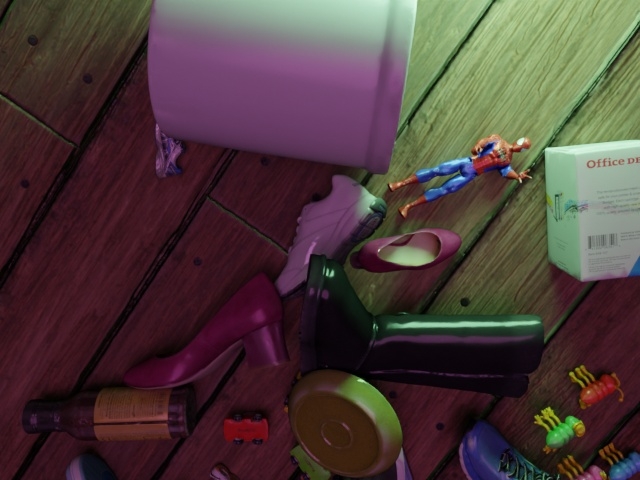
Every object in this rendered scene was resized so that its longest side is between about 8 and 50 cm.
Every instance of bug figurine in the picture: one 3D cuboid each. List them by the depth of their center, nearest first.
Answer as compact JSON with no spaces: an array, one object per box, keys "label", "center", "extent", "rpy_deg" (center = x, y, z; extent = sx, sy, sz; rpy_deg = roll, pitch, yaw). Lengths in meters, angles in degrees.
[{"label":"bug figurine","center":[0.561,0.411,1.243],"extent":[0.216,0.072,0.279],"rpy_deg":[-28,101,-16]}]

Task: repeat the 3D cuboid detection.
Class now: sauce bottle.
[{"label":"sauce bottle","center":[-0.436,0.358,1.259],"extent":[0.344,0.111,0.112],"rpy_deg":[-1,101,2]}]

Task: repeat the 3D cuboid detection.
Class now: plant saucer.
[{"label":"plant saucer","center":[0.036,0.360,1.158],"extent":[0.240,0.037,0.241],"rpy_deg":[10,114,24]}]

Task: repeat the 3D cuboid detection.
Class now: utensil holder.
[{"label":"utensil holder","center":[-0.054,-0.300,1.020],"extent":[0.385,0.327,0.328],"rpy_deg":[9,101,2]}]

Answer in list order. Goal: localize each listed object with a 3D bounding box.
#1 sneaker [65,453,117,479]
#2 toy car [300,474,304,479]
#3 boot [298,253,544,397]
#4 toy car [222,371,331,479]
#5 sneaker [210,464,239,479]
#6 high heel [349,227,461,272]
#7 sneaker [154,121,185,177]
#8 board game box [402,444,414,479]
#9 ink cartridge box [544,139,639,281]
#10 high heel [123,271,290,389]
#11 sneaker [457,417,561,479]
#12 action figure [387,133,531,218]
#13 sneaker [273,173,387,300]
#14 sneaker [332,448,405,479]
[{"label":"sneaker","center":[-0.518,0.629,1.305],"extent":[0.208,0.127,0.319],"rpy_deg":[-22,99,4]},{"label":"toy car","center":[0.003,0.541,1.312],"extent":[0.122,0.060,0.040],"rpy_deg":[49,130,-1]},{"label":"boot","center":[0.189,0.166,1.114],"extent":[0.444,0.367,0.146],"rpy_deg":[7,59,4]},{"label":"toy car","center":[-0.056,0.411,1.281],"extent":[0.239,0.053,0.225],"rpy_deg":[-34,92,8]},{"label":"sneaker","center":[-0.206,0.527,1.329],"extent":[0.037,0.032,0.083],"rpy_deg":[-41,92,22]},{"label":"high heel","center":[0.181,0.014,1.146],"extent":[0.243,0.117,0.082],"rpy_deg":[-4,85,-20]},{"label":"sneaker","center":[-0.292,-0.190,1.188],"extent":[0.058,0.052,0.135],"rpy_deg":[1,108,-9]},{"label":"board game box","center":[0.145,0.572,1.326],"extent":[0.145,0.027,0.282],"rpy_deg":[-17,100,3]},{"label":"ink cartridge box","center":[0.528,-0.063,1.125],"extent":[0.171,0.168,0.233],"rpy_deg":[-6,101,2]},{"label":"high heel","center":[-0.243,0.188,1.223],"extent":[0.376,0.127,0.182],"rpy_deg":[-14,84,13]},{"label":"sneaker","center":[0.412,0.481,1.222],"extent":[0.330,0.147,0.130],"rpy_deg":[48,54,-8]},{"label":"action figure","center":[0.274,-0.126,1.141],"extent":[0.280,0.139,0.092],"rpy_deg":[-25,100,3]},{"label":"sneaker","center":[0.000,0.000,1.195],"extent":[0.297,0.111,0.129],"rpy_deg":[-49,66,18]},{"label":"sneaker","center":[0.092,0.467,1.239],"extent":[0.146,0.104,0.296],"rpy_deg":[-6,105,-3]}]
